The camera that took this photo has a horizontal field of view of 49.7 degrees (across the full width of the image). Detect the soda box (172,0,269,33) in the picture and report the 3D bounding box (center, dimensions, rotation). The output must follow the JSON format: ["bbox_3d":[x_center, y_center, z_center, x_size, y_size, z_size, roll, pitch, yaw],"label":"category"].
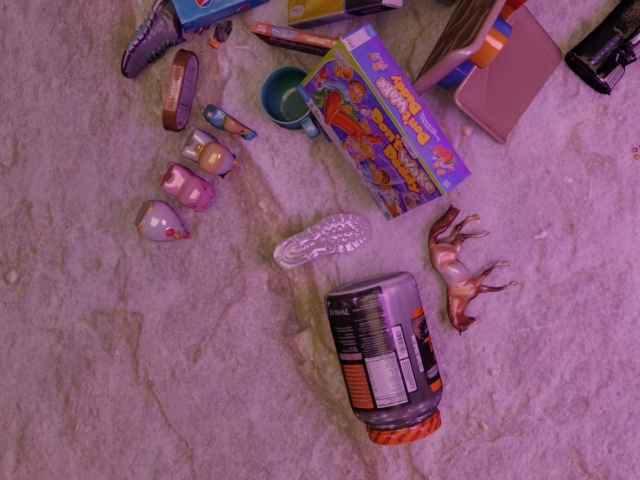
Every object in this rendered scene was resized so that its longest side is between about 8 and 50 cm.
[{"bbox_3d":[-0.223,-0.543,1.549,0.210,0.067,0.071,-22,91,-5],"label":"soda box"}]

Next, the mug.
[{"bbox_3d":[-0.060,-0.299,1.540,0.129,0.097,0.158,0,86,13],"label":"mug"}]

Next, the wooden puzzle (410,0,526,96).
[{"bbox_3d":[0.302,-0.410,1.324,0.080,0.322,0.348,36,77,-8],"label":"wooden puzzle"}]

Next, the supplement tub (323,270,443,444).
[{"bbox_3d":[0.143,0.251,1.495,0.207,0.207,0.338,-14,92,11],"label":"supplement tub"}]

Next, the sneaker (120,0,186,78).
[{"bbox_3d":[-0.375,-0.460,1.602,0.098,0.083,0.224,33,98,1],"label":"sneaker"}]

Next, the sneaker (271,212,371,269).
[{"bbox_3d":[0.000,0.000,1.570,0.235,0.095,0.090,-17,86,-9],"label":"sneaker"}]

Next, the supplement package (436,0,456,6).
[{"bbox_3d":[0.273,-0.628,1.414,0.203,0.149,0.194,-38,86,26],"label":"supplement package"}]

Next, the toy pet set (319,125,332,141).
[{"bbox_3d":[0.062,-0.272,1.559,0.122,0.065,0.114,36,64,3],"label":"toy pet set"}]

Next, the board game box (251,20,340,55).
[{"bbox_3d":[0.003,-0.422,1.503,0.281,0.145,0.027,15,96,9],"label":"board game box"}]

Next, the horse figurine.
[{"bbox_3d":[0.314,0.054,1.524,0.174,0.066,0.263,-30,91,5],"label":"horse figurine"}]

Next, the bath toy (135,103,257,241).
[{"bbox_3d":[-0.290,-0.135,1.592,0.129,0.151,0.348,30,101,-29],"label":"bath toy"}]

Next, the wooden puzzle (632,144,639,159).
[{"bbox_3d":[0.708,-0.188,1.465,0.083,0.006,0.049,-22,90,11],"label":"wooden puzzle"}]

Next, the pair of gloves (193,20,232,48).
[{"bbox_3d":[-0.250,-0.495,1.600,0.083,0.010,0.074,36,93,-12],"label":"pair of gloves"}]

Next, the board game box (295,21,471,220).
[{"bbox_3d":[0.117,-0.225,1.383,0.078,0.233,0.347,-37,94,-25],"label":"board game box"}]

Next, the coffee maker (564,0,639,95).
[{"bbox_3d":[0.595,-0.418,1.426,0.178,0.120,0.171,-44,63,9],"label":"coffee maker"}]

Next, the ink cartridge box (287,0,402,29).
[{"bbox_3d":[0.049,-0.618,1.437,0.303,0.072,0.307,8,100,50],"label":"ink cartridge box"}]

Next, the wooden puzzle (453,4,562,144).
[{"bbox_3d":[0.385,-0.343,1.427,0.044,0.221,0.239,37,99,44],"label":"wooden puzzle"}]

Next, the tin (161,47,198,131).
[{"bbox_3d":[-0.321,-0.343,1.586,0.040,0.106,0.190,14,97,8],"label":"tin"}]
